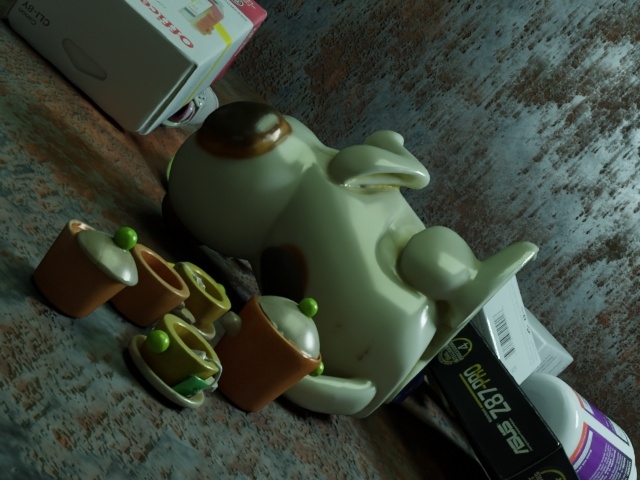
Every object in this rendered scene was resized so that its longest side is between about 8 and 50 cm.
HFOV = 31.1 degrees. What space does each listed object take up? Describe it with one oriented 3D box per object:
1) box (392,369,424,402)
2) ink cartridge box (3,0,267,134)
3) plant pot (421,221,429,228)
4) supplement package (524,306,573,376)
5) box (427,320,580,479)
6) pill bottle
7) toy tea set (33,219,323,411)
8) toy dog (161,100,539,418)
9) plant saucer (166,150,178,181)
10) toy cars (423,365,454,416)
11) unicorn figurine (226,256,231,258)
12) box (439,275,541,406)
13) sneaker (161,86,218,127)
[{"bbox_3d":[0.083,0.168,1.633,0.136,0.081,0.028,43,7,-13],"label":"box"},{"bbox_3d":[-0.279,-0.358,1.839,0.279,0.160,0.384,41,26,-5],"label":"ink cartridge box"},{"bbox_3d":[0.071,0.049,1.744,0.236,0.236,0.032,51,-15,41],"label":"plant pot"},{"bbox_3d":[0.416,0.244,2.564,0.177,0.175,0.293,50,10,26],"label":"supplement package"},{"bbox_3d":[0.270,0.293,1.581,0.318,0.097,0.395,58,1,-29],"label":"box"},{"bbox_3d":[0.422,0.362,1.979,0.323,0.181,0.181,38,10,-43],"label":"pill bottle"},{"bbox_3d":[-0.113,0.054,1.076,0.200,0.124,0.336,47,8,20],"label":"toy tea set"},{"bbox_3d":[-0.015,0.012,1.430,0.408,0.395,0.284,46,-36,11],"label":"toy dog"},{"bbox_3d":[-0.104,-0.086,1.680,0.241,0.241,0.037,52,-32,45],"label":"plant saucer"},{"bbox_3d":[0.162,0.145,1.922,0.393,0.087,0.176,54,37,-34],"label":"toy cars"},{"bbox_3d":[-0.078,0.027,1.623,0.162,0.060,0.111,46,9,12],"label":"unicorn figurine"},{"bbox_3d":[0.259,0.152,1.875,0.182,0.119,0.181,-24,98,-61],"label":"box"},{"bbox_3d":[-0.254,-0.241,2.017,0.111,0.103,0.252,49,18,24],"label":"sneaker"}]
